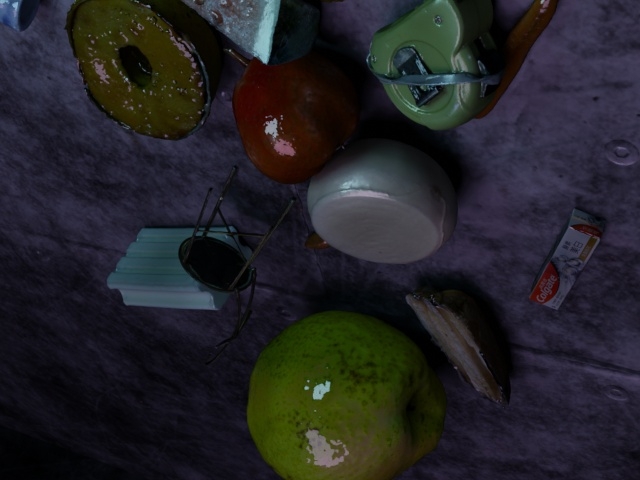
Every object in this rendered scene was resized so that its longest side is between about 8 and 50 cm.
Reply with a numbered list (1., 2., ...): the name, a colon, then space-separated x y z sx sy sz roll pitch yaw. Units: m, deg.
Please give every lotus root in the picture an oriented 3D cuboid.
1. lotus root: 0.282 0.190 1.782 0.167 0.078 0.329 28 159 48

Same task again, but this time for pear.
1. pear: 0.055 0.313 1.869 0.391 0.391 0.391 20 147 14

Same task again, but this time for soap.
1. soap: -0.285 0.055 1.945 0.265 0.160 0.087 -1 139 38

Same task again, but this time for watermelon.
1. watermelon: -0.115 -0.338 1.337 0.241 0.154 0.094 30 114 17

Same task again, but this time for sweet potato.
1. sweet potato: 0.000 0.000 1.766 0.095 0.034 0.034 -15 128 43

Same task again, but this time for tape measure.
1. tape measure: 0.148 -0.229 1.246 0.200 0.106 0.175 -21 102 50

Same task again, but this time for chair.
1. chair: -0.178 0.048 1.746 0.170 0.160 0.325 30 120 1

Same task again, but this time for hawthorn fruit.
1. hawthorn fruit: -0.056 -0.200 1.399 0.225 0.196 0.196 47 146 -3

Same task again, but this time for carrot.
1. carrot: 0.244 -0.236 1.244 0.043 0.043 0.248 29 147 0

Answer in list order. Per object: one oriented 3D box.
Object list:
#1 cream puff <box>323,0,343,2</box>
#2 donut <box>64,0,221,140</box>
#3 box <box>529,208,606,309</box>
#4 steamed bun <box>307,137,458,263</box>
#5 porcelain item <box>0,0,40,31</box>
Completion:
1. cream puff: -0.015 -0.369 1.204 0.146 0.116 0.146 14 -177 -1
2. donut: -0.267 -0.293 1.511 0.272 0.107 0.272 17 142 14
3. box: 0.383 0.034 1.511 0.055 0.039 0.218 23 147 7
4. steamed bun: 0.098 -0.072 1.487 0.232 0.145 0.232 9 150 6
5. porcelain item: -0.587 -0.422 1.552 0.259 0.141 0.141 21 148 -3
